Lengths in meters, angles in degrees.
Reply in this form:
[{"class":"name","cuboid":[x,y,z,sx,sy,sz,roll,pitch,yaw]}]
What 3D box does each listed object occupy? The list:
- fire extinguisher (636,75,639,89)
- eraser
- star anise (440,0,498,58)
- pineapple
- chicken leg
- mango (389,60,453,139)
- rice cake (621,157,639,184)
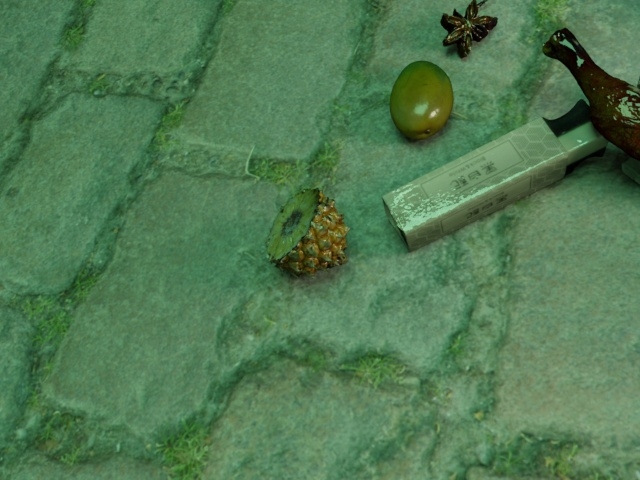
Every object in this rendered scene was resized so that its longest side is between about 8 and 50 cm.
[{"class":"fire extinguisher","cuboid":[0.723,-0.241,1.238,0.311,0.114,0.096,15,107,24]},{"class":"eraser","cuboid":[0.315,-0.115,1.276,0.403,0.098,0.096,-26,62,1]},{"class":"star anise","cuboid":[0.323,-0.470,1.497,0.097,0.070,0.191,44,77,3]},{"class":"pineapple","cuboid":[-0.002,0.003,1.289,0.176,0.136,0.162,-16,47,53]},{"class":"chicken leg","cuboid":[0.534,-0.227,1.190,0.407,0.096,0.158,42,56,18]},{"class":"mango","cuboid":[0.202,-0.289,1.416,0.130,0.092,0.195,-12,50,11]},{"class":"rice cake","cuboid":[0.633,-0.087,1.203,0.085,0.040,0.226,-41,59,-8]}]
